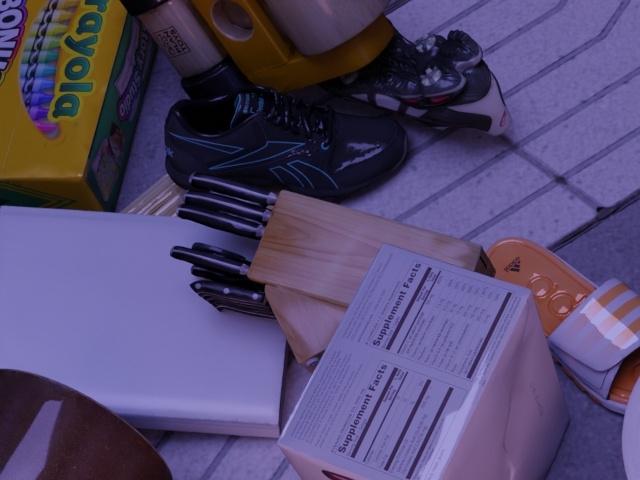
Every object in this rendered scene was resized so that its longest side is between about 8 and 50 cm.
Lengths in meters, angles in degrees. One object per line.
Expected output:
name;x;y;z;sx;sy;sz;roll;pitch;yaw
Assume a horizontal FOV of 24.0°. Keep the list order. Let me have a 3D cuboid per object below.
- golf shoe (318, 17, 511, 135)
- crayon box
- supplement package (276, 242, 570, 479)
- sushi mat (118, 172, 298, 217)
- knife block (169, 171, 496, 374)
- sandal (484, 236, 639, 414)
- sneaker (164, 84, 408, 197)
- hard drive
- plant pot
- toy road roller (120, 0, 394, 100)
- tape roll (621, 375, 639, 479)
golf shoe;0.090;-0.169;1.642;0.105;0.120;0.273;-53;36;-10
crayon box;-0.367;-0.199;1.797;0.313;0.106;0.363;-1;59;18
supplement package;0.100;0.167;1.321;0.145;0.262;0.204;18;66;27
sushi mat;-0.183;0.012;1.659;0.316;0.019;0.151;-40;57;-9
knife block;0.000;0.000;1.480;0.276;0.088;0.242;-28;68;6
sandal;0.247;0.070;1.448;0.102;0.076;0.265;-45;57;-12
sneaker;-0.039;-0.108;1.618;0.267;0.106;0.101;-4;47;2
hard drive;-0.206;0.079;1.555;0.353;0.047;0.233;4;60;2
plant pot;-0.283;0.274;1.386;0.215;0.215;0.230;12;54;24
toy road roller;-0.051;-0.302;1.668;0.329;0.202;0.240;-10;34;45
tape roll;0.384;0.199;1.268;0.246;0.169;0.246;-8;58;13
